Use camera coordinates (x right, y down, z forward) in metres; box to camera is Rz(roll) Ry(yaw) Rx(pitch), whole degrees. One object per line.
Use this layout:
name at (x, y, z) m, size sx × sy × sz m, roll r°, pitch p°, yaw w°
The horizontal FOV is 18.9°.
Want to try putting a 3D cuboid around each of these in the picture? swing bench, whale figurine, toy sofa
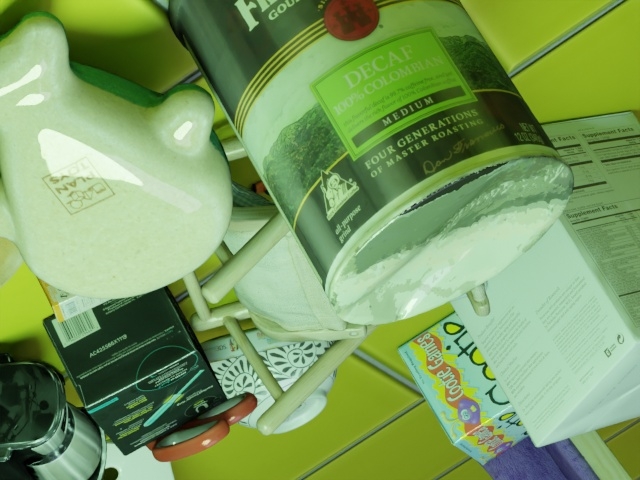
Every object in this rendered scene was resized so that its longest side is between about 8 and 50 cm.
swing bench at (0.000, 0.000, 1.697) m, size 0.254 × 0.165 × 0.253 m, roll -29°, pitch 145°, yaw -9°
whale figurine at (-0.181, -0.078, 1.458) m, size 0.216 × 0.141 × 0.272 m, roll -25°, pitch 133°, yaw 14°
toy sofa at (0.311, 0.295, 2.415) m, size 0.177 × 0.362 × 0.150 m, roll -35°, pitch 156°, yaw 0°

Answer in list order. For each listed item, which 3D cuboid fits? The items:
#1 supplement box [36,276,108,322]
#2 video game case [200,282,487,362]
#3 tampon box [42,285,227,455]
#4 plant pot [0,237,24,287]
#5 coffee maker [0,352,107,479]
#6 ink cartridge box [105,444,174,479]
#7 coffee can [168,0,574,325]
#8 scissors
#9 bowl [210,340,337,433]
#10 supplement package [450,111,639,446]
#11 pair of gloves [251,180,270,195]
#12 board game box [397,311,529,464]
supplement box at (-0.199, 0.021, 1.679) m, size 0.098 × 0.062 × 0.036 m, roll -26°, pitch 154°, yaw -10°
video game case at (0.022, 0.078, 1.955) m, size 0.227 × 0.026 × 0.206 m, roll -14°, pitch 179°, yaw -42°
tampon box at (-0.175, 0.118, 1.844) m, size 0.120 × 0.101 × 0.161 m, roll -28°, pitch 157°, yaw -4°
plant pot at (-0.345, 0.016, 1.546) m, size 0.236 × 0.032 × 0.236 m, roll -25°, pitch 156°, yaw -12°
coffee maker at (-0.304, 0.191, 1.824) m, size 0.171 × 0.120 × 0.178 m, roll -28°, pitch 155°, yaw -2°
ink cartridge box at (-0.243, 0.397, 2.157) m, size 0.207 × 0.353 × 0.119 m, roll -17°, pitch -171°, yaw -25°
coffee can at (0.035, -0.105, 1.431) m, size 0.201 × 0.275 × 0.201 m, roll -25°, pitch 156°, yaw -12°
scissors at (-0.174, 0.204, 1.954) m, size 0.297 × 0.021 × 0.109 m, roll -18°, pitch -165°, yaw 46°
bowl at (-0.043, 0.159, 2.100) m, size 0.170 × 0.080 × 0.170 m, roll -24°, pitch 154°, yaw -12°
supplement package at (0.274, 0.036, 1.985) m, size 0.198 × 0.263 × 0.199 m, roll -11°, pitch 150°, yaw -37°
pair of gloves at (-0.024, -0.066, 1.767) m, size 0.074 × 0.010 × 0.083 m, roll -13°, pitch 152°, yaw -32°
board game box at (0.258, 0.128, 2.295) m, size 0.275 × 0.142 × 0.144 m, roll -33°, pitch 156°, yaw 8°
